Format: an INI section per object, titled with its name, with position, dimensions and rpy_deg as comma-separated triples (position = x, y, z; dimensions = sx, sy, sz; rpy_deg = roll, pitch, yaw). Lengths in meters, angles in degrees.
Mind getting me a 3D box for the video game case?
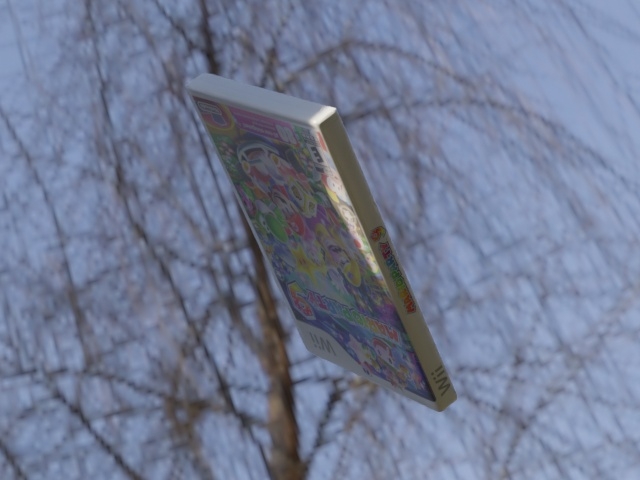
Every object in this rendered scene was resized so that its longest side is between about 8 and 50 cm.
[video game case]
position = 0.000, 0.000, 0.695
dimensions = 0.011, 0.087, 0.122
rpy_deg = -36, -60, -22
